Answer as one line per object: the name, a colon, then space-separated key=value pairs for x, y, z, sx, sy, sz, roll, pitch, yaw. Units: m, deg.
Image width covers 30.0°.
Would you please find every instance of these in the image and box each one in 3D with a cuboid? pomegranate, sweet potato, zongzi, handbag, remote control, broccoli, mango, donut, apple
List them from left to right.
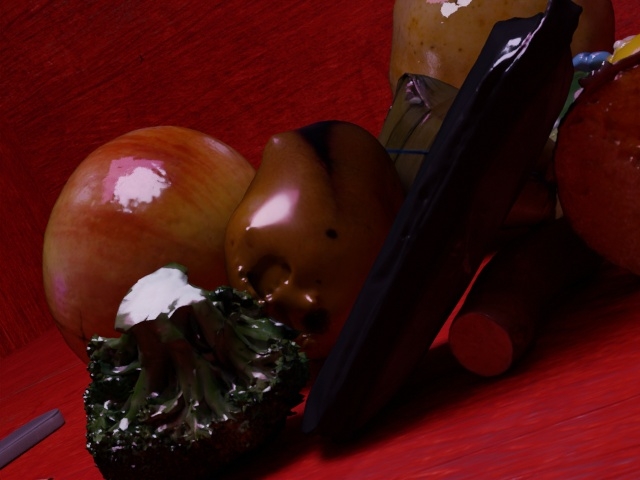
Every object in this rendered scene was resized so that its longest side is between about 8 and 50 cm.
remote control: x=-0.414 y=0.276 z=1.484 sx=0.077 sy=0.022 sz=0.245 roll=-21 pitch=9 yaw=39
apple: x=-0.163 y=0.022 z=1.298 sx=0.233 sy=0.286 sz=0.286 roll=11 pitch=27 yaw=30
broccoli: x=-0.096 y=0.107 z=0.892 sx=0.195 sy=0.156 sz=0.195 roll=-9 pitch=37 yaw=7
mango: x=0.000 y=0.000 z=1.113 sx=0.153 sy=0.201 sz=0.287 roll=-25 pitch=25 yaw=22
zongzi: x=0.109 y=-0.012 z=1.232 sx=0.289 sy=0.123 sz=0.260 roll=-61 pitch=31 yaw=9
handbag: x=0.086 y=-0.017 z=0.822 sx=0.332 sy=0.075 sz=0.191 roll=-61 pitch=-5 yaw=16
pomegranate: x=0.254 y=-0.263 z=1.681 sx=0.332 sy=0.332 sz=0.332 roll=-28 pitch=6 yaw=3
sweet potato: x=0.166 y=0.015 z=0.867 sx=0.067 sy=0.059 sz=0.281 roll=-8 pitch=18 yaw=36
donut: x=0.242 y=-0.063 z=0.817 sx=0.181 sy=0.146 sz=0.078 roll=-32 pitch=-11 yaw=7

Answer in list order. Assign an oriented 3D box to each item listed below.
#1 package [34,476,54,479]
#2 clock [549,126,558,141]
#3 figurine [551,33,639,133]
package: x=-0.301 y=0.251 z=1.151 sx=0.059 sy=0.029 sz=0.083 roll=-33 pitch=-8 yaw=33
clock: x=0.343 y=-0.145 z=1.194 sx=0.232 sy=0.069 sz=0.170 roll=-40 pitch=8 yaw=2
figurine: x=0.381 y=-0.185 z=1.392 sx=0.185 sy=0.127 sz=0.234 roll=-23 pitch=-9 yaw=-38
